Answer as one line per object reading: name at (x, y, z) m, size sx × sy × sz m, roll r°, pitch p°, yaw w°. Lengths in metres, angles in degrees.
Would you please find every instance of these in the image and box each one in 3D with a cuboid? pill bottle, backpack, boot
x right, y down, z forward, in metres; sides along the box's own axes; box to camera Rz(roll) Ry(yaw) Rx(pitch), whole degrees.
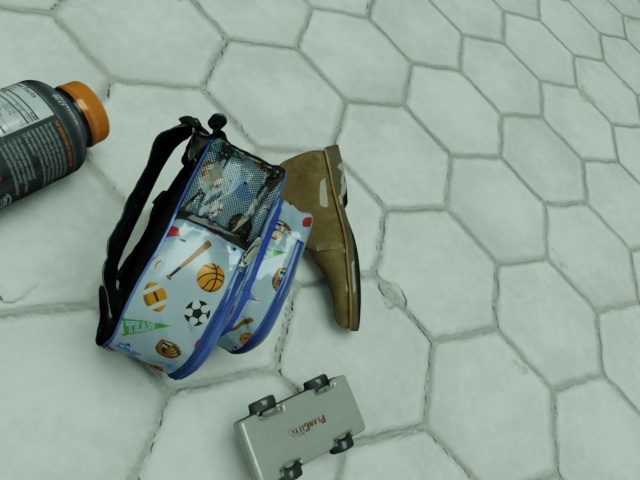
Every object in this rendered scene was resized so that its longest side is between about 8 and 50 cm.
pill bottle at (-0.388, -0.118, 0.717) m, size 0.130 × 0.130 × 0.246 m, roll 48°, pitch 51°, yaw 3°
backpack at (-0.149, 0.034, 0.699) m, size 0.213 × 0.276 × 0.263 m, roll 32°, pitch 65°, yaw -8°
boot at (0.000, 0.000, 0.910) m, size 0.115 × 0.112 × 0.305 m, roll -10°, pitch 70°, yaw -1°

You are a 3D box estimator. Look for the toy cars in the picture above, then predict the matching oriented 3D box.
toy cars at (-0.067, 0.316, 0.675) m, size 0.176 × 0.087 × 0.393 m, roll 40°, pitch 46°, yaw -19°
